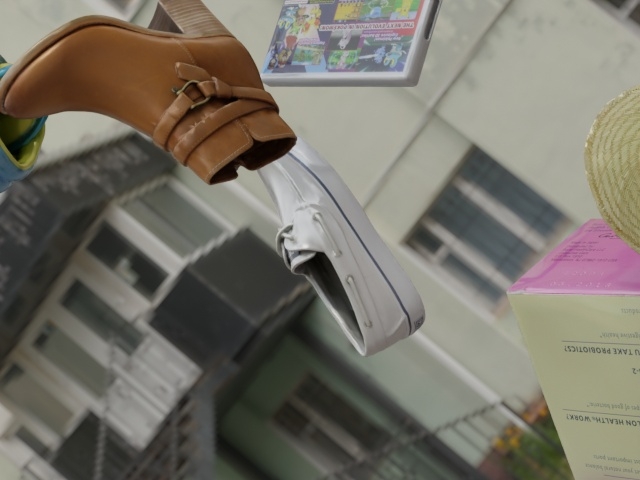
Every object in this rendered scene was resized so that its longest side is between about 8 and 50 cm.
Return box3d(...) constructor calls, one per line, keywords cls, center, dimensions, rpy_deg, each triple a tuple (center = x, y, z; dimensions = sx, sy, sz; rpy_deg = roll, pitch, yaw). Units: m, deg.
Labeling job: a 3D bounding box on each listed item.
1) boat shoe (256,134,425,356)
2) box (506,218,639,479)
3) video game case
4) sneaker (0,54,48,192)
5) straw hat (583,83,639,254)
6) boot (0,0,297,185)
box3d(cls="boat shoe", center=(0.000, 0.000, 1.489), dimensions=(0.084, 0.258, 0.095), rpy_deg=(-32, -16, -25))
box3d(cls="box", center=(0.280, 0.113, 1.036), dimensions=(0.214, 0.243, 0.117), rpy_deg=(-1, 27, 48))
box3d(cls="video game case", center=(0.040, -0.241, 1.504), dimensions=(0.023, 0.201, 0.183), rpy_deg=(31, -109, -46))
box3d(cls="sneaker", center=(-0.344, -0.120, 1.285), dimensions=(0.208, 0.319, 0.127), rpy_deg=(-35, -37, 1))
box3d(cls="straw hat", center=(0.239, -0.049, 0.901), dimensions=(0.144, 0.144, 0.061), rpy_deg=(-47, 0, -28))
box3d(cls="boot", center=(-0.126, -0.097, 1.099), dimensions=(0.197, 0.152, 0.073), rpy_deg=(-27, -20, -25))
